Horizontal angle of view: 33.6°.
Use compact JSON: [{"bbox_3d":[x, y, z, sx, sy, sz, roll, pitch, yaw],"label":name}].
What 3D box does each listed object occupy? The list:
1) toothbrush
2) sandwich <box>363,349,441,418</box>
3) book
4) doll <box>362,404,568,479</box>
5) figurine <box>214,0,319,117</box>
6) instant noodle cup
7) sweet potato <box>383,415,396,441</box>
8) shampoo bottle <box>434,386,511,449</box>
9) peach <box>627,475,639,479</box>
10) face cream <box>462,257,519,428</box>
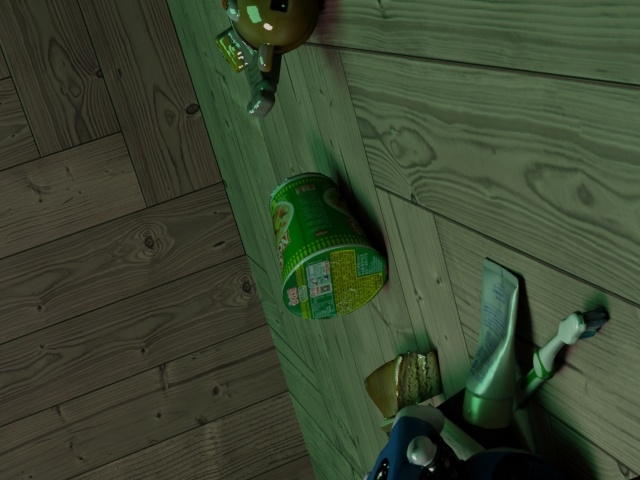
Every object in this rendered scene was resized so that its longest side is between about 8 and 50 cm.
[{"bbox_3d":[0.289,0.165,1.391,0.418,0.040,0.042,102,155,-67],"label":"toothbrush"},{"bbox_3d":[0.155,0.265,1.956,0.258,0.094,0.096,123,127,-72],"label":"sandwich"},{"bbox_3d":[0.217,0.356,1.737,0.217,0.021,0.310,39,162,2],"label":"book"},{"bbox_3d":[0.223,0.391,1.480,0.240,0.310,0.284,-76,8,-49],"label":"doll"},{"bbox_3d":[-0.089,-0.392,1.796,0.285,0.167,0.342,-142,37,-71],"label":"figurine"},{"bbox_3d":[0.000,0.000,2.020,0.207,0.207,0.233,84,169,-47],"label":"instant noodle cup"},{"bbox_3d":[0.210,0.482,2.064,0.341,0.092,0.114,-128,39,-51],"label":"sweet potato"},{"bbox_3d":[0.227,0.317,1.770,0.098,0.071,0.309,44,161,7],"label":"shampoo bottle"},{"bbox_3d":[0.333,0.370,0.922,0.343,0.301,0.343,55,155,41],"label":"peach"},{"bbox_3d":[0.243,0.144,1.469,0.114,0.070,0.224,-138,50,-69],"label":"face cream"}]
